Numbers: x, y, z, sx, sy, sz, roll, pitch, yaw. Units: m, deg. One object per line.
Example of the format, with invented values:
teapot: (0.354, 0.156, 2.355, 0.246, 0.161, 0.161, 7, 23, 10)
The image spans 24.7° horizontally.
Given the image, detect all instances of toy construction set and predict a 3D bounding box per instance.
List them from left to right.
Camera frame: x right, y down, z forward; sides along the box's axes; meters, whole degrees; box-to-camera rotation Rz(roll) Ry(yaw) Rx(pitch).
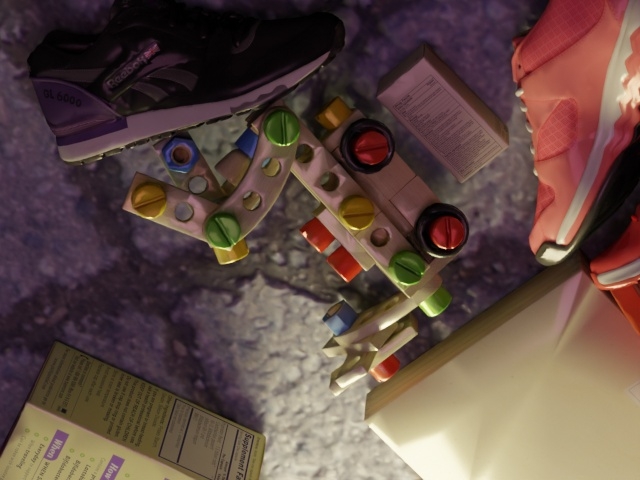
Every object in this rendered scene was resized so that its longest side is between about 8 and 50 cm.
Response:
toy construction set: (0.000, 0.000, 1.309, 0.215, 0.151, 0.327, -43, 117, -2)

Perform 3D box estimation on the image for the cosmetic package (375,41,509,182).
cosmetic package: (0.109, -0.113, 1.300, 0.060, 0.041, 0.115, -38, 109, 22)

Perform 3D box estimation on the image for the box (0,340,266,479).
box: (-0.212, 0.257, 1.485, 0.243, 0.117, 0.213, 26, 117, -8)

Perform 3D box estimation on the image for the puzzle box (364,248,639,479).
puzzle box: (0.276, 0.227, 1.462, 0.272, 0.052, 0.409, -37, 109, 21)

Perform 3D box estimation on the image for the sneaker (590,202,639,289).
sneaker: (0.305, -0.054, 1.252, 0.221, 0.087, 0.128, -32, 85, 29)

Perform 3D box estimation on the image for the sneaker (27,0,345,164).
sneaker: (-0.123, -0.164, 1.263, 0.283, 0.107, 0.124, -17, 109, 14)

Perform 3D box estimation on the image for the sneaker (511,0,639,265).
sneaker: (0.223, -0.125, 1.267, 0.136, 0.116, 0.313, 30, 128, 22)

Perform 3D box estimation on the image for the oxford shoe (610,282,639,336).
oxford shoe: (0.366, 0.105, 1.305, 0.098, 0.097, 0.271, -40, 73, 18)
